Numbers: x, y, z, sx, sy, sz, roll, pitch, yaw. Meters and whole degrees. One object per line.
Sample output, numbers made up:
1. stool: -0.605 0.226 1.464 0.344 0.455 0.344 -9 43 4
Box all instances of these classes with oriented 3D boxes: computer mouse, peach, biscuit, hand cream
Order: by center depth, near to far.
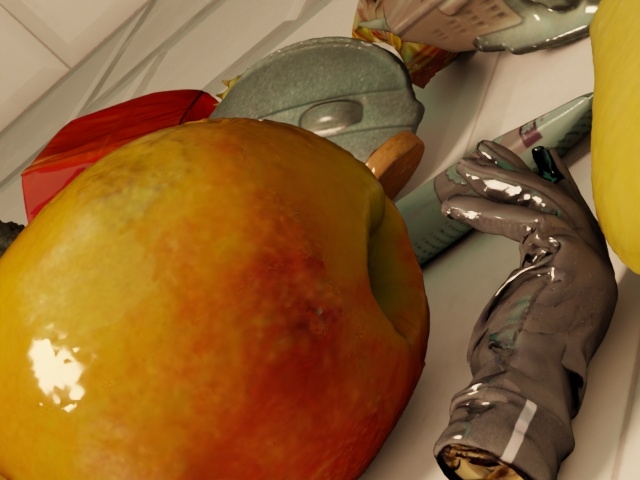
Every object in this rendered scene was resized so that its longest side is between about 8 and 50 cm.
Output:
1. peach: -0.104 0.080 1.399 0.372 0.290 0.373 -14 62 27
2. hand cream: 0.127 -0.039 1.553 0.331 0.058 0.085 -33 -11 33
3. biscuit: -0.001 0.000 1.675 0.250 0.036 0.165 -50 -14 4
4. computer mouse: 0.168 -0.273 1.773 0.389 0.115 0.199 -10 39 42
5. computer mouse: -0.045 -0.072 1.859 0.374 0.114 0.203 -32 47 49

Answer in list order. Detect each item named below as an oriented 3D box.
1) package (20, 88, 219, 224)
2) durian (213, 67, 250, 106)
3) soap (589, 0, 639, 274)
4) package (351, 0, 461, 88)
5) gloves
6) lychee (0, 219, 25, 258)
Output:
1. package: -0.218 -0.078 2.210 0.196 0.123 0.423 -16 14 9
2. durian: -0.044 -0.103 2.104 0.139 0.144 0.252 2 30 19
3. soap: 0.296 -0.128 1.214 0.306 0.115 0.427 -36 20 23
4. package: 0.130 -0.267 1.989 0.223 0.108 0.288 -49 19 -1
5. gloves: 0.133 0.048 1.223 0.142 0.119 0.286 94 -179 -52
6. lychee: -0.382 0.100 2.152 0.274 0.255 0.255 -45 12 47
